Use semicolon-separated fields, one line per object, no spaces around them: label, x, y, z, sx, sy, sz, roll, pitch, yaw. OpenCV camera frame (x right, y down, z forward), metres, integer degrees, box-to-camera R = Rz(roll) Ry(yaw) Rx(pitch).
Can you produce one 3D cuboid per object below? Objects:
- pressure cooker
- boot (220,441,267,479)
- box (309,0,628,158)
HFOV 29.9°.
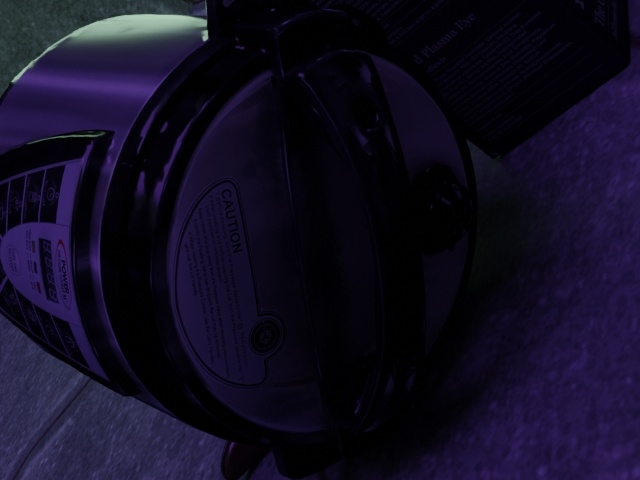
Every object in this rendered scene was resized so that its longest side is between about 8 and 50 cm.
pressure cooker;-0.068;-0.022;1.052;0.420;0.370;0.375;15;71;49
boot;-0.047;0.202;1.188;0.114;0.037;0.106;10;70;61
box;0.129;-0.316;1.174;0.179;0.312;0.343;-38;29;39
